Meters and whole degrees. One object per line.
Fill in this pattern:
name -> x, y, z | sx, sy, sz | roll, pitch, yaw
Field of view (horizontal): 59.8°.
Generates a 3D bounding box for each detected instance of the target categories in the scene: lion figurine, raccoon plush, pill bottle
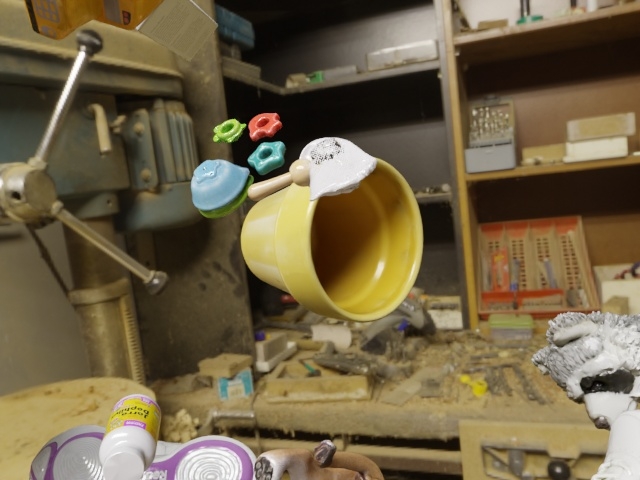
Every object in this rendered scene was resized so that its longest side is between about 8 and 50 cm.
lion figurine -> 0.011, 0.375, 0.607 | 0.240, 0.392, 0.142 | 10, 15, -47
raccoon plush -> 0.537, 0.132, 0.896 | 0.299, 0.216, 0.446 | 21, 40, 25
pill bottle -> -0.156, 0.164, 0.459 | 0.043, 0.043, 0.083 | -8, 13, -10

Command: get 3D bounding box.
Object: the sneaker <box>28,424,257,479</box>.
sneaker -> -0.217, 0.314, 0.705 | 0.305, 0.114, 0.152 | 2, -37, 10

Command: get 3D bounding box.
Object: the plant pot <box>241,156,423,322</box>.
plant pot -> 0.000, 0.000, 0.924 | 0.254, 0.254, 0.239 | -12, 7, -40

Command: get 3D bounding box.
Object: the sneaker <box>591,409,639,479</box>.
sneaker -> 0.284, 0.266, 0.531 | 0.115, 0.232, 0.090 | 24, -29, -6

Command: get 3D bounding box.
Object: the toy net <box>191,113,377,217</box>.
toy net -> -0.037, -0.079, 0.584 | 0.232, 0.045, 0.122 | 6, 55, 32

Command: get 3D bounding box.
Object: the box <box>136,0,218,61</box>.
box -> -0.284, -0.410, 0.974 | 0.091, 0.130, 0.170 | -47, -12, 11

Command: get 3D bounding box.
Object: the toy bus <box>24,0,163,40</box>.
toy bus -> -0.273, -0.402, 0.786 | 0.130, 0.108, 0.333 | 20, 51, 2
